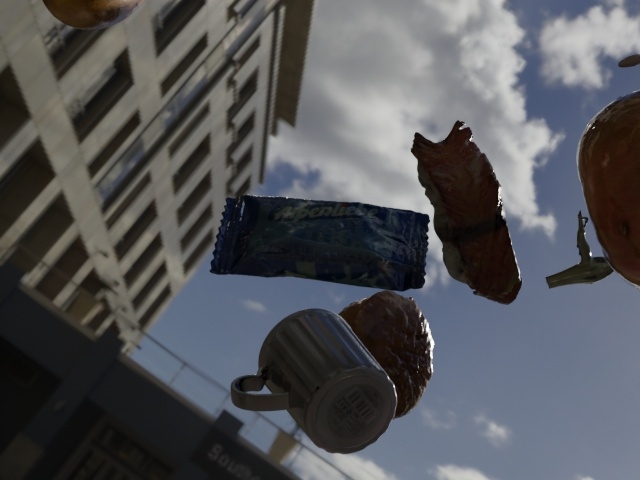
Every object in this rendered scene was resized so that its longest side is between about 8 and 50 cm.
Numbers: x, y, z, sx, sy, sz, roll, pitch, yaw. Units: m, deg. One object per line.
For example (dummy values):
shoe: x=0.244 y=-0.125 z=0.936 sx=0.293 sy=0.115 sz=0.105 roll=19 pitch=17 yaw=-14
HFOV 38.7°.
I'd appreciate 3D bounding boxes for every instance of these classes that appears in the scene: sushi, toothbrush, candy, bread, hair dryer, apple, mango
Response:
sushi: x=0.250 y=-0.038 z=1.547 sx=0.130 sy=0.124 sz=0.332 roll=-126 pitch=-165 yaw=-63
toothbrush: x=0.655 y=-0.348 z=1.593 sx=0.269 sy=0.027 sz=0.021 roll=-13 pitch=-71 yaw=34
candy: x=0.000 y=0.000 z=1.394 sx=0.331 sy=0.187 sz=0.077 roll=6 pitch=-48 yaw=4
bread: x=0.139 y=0.276 z=2.190 sx=0.172 sy=0.312 sz=0.312 roll=-3 pitch=-42 yaw=45
hair dryer: x=0.609 y=0.040 z=2.224 sx=0.199 sy=0.167 sz=0.067 roll=53 pitch=15 yaw=-25
apple: x=0.636 y=-0.092 z=1.570 sx=0.346 sy=0.391 sz=0.391 roll=-18 pitch=-44 yaw=16
mango: x=-0.210 y=-0.285 z=0.901 sx=0.102 sy=0.217 sz=0.141 roll=31 pitch=-48 yaw=-9

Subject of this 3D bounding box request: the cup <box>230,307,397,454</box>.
cup: x=-0.008 y=0.233 z=1.404 sx=0.167 sy=0.221 sz=0.202 roll=57 pitch=-8 yaw=-27
